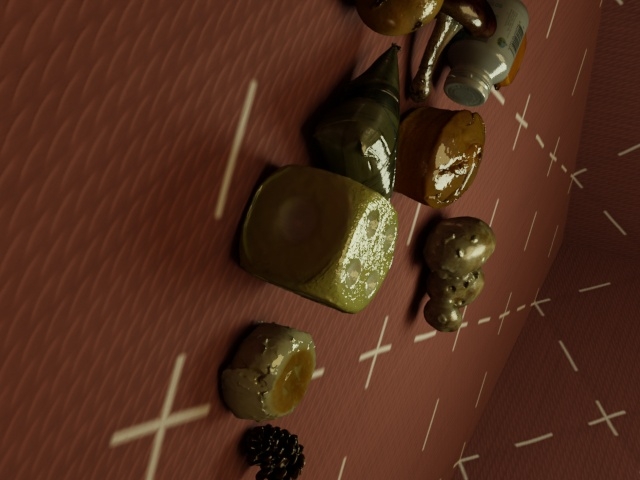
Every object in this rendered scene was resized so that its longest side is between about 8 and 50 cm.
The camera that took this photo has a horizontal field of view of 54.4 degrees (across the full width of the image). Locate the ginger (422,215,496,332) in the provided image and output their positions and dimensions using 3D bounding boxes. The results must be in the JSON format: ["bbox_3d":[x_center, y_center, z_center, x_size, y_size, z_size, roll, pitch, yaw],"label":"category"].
[{"bbox_3d":[0.342,0.079,1.563,0.244,0.155,0.304,-40,138,-48],"label":"ginger"}]

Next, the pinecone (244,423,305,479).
[{"bbox_3d":[-0.081,0.356,1.046,0.102,0.102,0.109,-47,116,-39],"label":"pinecone"}]

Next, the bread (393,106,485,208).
[{"bbox_3d":[0.241,-0.171,1.250,0.270,0.143,0.195,-29,131,-55],"label":"bread"}]

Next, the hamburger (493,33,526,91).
[{"bbox_3d":[0.422,-0.449,1.465,0.166,0.087,0.137,-59,149,-25],"label":"hamburger"}]

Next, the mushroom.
[{"bbox_3d":[0.212,-0.353,1.130,0.227,0.148,0.217,-3,125,-55],"label":"mushroom"}]

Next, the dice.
[{"bbox_3d":[0.000,0.000,0.884,0.169,0.169,0.166,35,76,-61],"label":"dice"}]

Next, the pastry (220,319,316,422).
[{"bbox_3d":[-0.076,0.201,0.957,0.166,0.088,0.165,-32,130,-48],"label":"pastry"}]

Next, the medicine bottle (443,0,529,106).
[{"bbox_3d":[0.336,-0.392,1.291,0.215,0.135,0.135,-65,152,-12],"label":"medicine bottle"}]

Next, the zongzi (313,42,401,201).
[{"bbox_3d":[0.085,-0.164,1.014,0.221,0.112,0.242,77,32,-49],"label":"zongzi"}]

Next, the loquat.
[{"bbox_3d":[0.115,-0.368,0.911,0.141,0.141,0.141,-39,138,-46],"label":"loquat"}]
